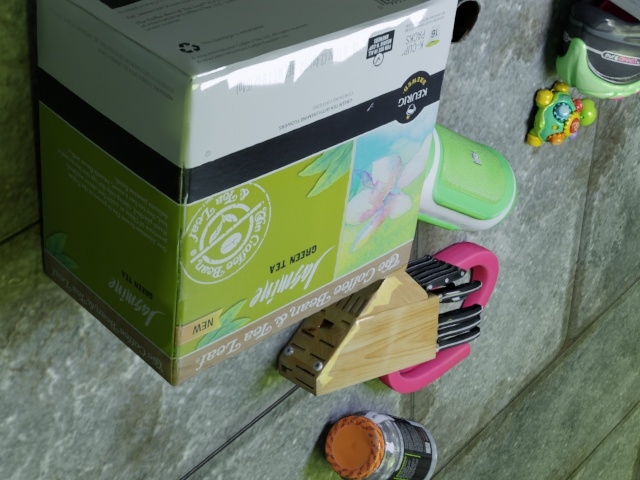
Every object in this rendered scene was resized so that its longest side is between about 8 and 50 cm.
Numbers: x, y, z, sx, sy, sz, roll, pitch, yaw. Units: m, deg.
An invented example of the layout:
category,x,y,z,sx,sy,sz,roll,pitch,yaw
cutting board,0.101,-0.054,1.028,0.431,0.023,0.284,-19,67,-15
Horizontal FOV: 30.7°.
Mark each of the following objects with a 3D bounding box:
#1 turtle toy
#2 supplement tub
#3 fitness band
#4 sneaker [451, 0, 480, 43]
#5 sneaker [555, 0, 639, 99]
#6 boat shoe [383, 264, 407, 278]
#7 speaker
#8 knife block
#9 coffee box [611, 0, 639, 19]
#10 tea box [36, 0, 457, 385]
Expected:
category,x,y,z,sx,sy,sz,roll,pitch,yaw
turtle toy,0.382,-0.195,1.828,0.130,0.066,0.095,-26,134,-42
supplement tub,0.092,0.322,1.780,0.190,0.117,0.117,27,92,-57
fitness band,0.179,0.116,1.807,0.290,0.054,0.209,-28,133,-41
sneaker,0.079,-0.242,1.329,0.222,0.118,0.083,-42,143,-27
sneaker,0.542,-0.414,1.774,0.483,0.185,0.202,-47,149,-22
boat shoe,0.000,0.000,1.437,0.277,0.096,0.098,10,71,-47
speaker,0.155,-0.089,1.544,0.296,0.131,0.131,15,102,-57
knife block,0.102,0.133,1.617,0.276,0.088,0.242,-55,129,-11
coffee box,0.450,-0.497,1.364,0.334,0.337,0.338,-40,159,-31
tea box,-0.073,-0.097,1.116,0.329,0.220,0.324,-26,138,-37
